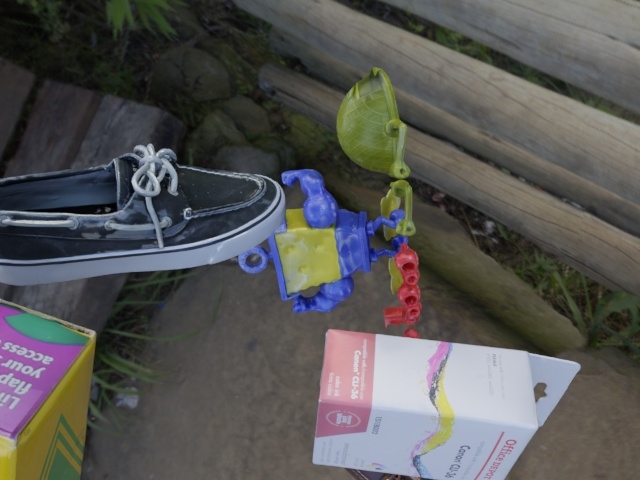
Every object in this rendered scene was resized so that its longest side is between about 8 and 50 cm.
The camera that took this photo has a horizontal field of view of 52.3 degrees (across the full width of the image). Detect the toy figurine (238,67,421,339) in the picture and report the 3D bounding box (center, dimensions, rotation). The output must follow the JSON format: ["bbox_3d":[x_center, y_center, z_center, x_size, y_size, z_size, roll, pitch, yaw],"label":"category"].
[{"bbox_3d":[0.000,0.000,0.783,0.217,0.363,0.191,-8,35,4],"label":"toy figurine"}]

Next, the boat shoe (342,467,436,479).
[{"bbox_3d":[0.098,0.252,0.688,0.207,0.073,0.073,32,77,4],"label":"boat shoe"}]

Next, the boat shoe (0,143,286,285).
[{"bbox_3d":[-0.179,-0.041,0.650,0.113,0.306,0.105,-113,22,-44],"label":"boat shoe"}]

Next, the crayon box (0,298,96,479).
[{"bbox_3d":[-0.354,0.148,0.445,0.362,0.106,0.313,18,120,0],"label":"crayon box"}]

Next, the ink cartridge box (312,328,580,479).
[{"bbox_3d":[0.097,0.139,0.520,0.198,0.115,0.067,6,49,2],"label":"ink cartridge box"}]
